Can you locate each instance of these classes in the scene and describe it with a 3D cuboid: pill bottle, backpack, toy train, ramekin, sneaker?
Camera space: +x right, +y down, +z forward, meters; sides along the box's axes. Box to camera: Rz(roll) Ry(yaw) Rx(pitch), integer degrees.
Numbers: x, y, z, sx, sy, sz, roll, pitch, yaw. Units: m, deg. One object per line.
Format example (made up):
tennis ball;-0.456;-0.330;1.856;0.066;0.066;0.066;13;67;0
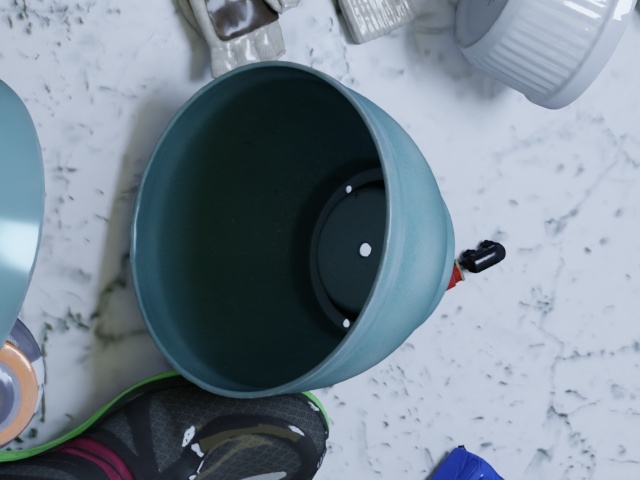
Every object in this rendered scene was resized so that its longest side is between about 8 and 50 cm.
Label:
pill bottle;-0.304;0.106;1.366;0.130;0.245;0.131;-3;97;-24
backpack;0.168;0.288;1.679;0.120;0.101;0.098;43;85;-25
toy train;0.121;0.041;1.664;0.158;0.036;0.027;-27;106;-19
ramekin;0.213;-0.240;1.590;0.109;0.207;0.207;21;87;-15
sneaker;-0.205;0.247;1.438;0.482;0.202;0.185;-15;116;-19

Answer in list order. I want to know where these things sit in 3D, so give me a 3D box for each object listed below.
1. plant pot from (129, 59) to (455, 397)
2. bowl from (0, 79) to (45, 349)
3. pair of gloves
plant pot;0.000;0.000;1.496;0.196;0.293;0.293;11;91;-51
bowl;-0.369;-0.012;1.239;0.163;0.311;0.312;25;85;-47
pair of gloves;-0.025;-0.272;1.563;0.240;0.042;0.204;-18;103;-22
